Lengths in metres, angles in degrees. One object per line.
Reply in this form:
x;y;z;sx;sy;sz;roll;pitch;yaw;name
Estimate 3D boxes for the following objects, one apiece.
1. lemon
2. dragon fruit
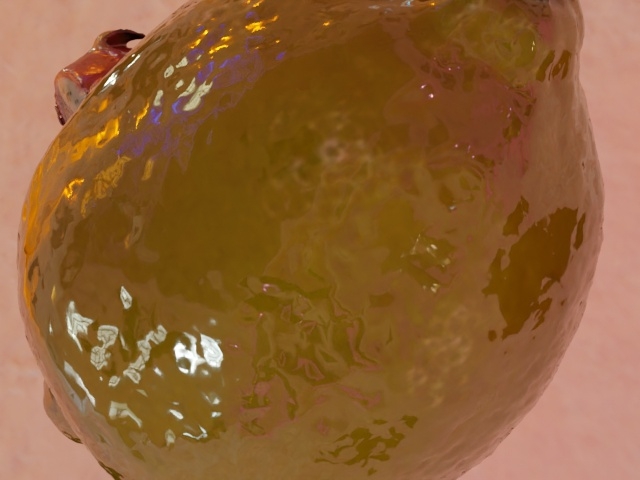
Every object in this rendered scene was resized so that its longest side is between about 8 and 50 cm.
0.000;0.000;0.483;0.248;0.184;0.184;-41;39;29;lemon
-0.087;-0.061;0.657;0.056;0.083;0.060;-36;54;-16;dragon fruit
